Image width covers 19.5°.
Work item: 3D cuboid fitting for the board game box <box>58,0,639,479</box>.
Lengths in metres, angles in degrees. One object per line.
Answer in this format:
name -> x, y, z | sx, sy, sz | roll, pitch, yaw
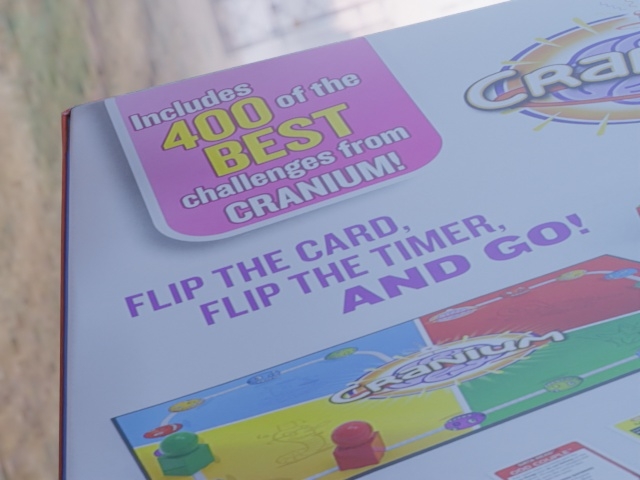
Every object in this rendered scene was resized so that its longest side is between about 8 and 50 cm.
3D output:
board game box -> 0.071, 0.039, 0.370 | 0.316, 0.242, 0.064 | -101, 178, -60
